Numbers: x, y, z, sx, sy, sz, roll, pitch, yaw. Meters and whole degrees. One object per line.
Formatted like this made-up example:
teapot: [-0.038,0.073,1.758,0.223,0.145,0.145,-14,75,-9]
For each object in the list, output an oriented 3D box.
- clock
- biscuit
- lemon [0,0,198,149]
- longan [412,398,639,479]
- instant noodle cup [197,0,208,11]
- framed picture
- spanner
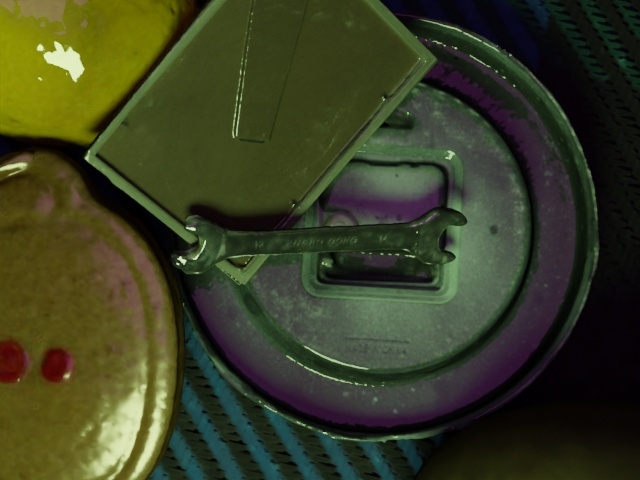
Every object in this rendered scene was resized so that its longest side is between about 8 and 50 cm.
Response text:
clock: [0.053,-0.012,1.215,0.386,0.076,0.386,1,83,-4]
biscuit: [-0.297,0.101,1.130,0.381,0.074,0.359,1,93,10]
lemon: [-0.234,-0.198,1.139,0.263,0.236,0.236,33,81,-24]
longan: [0.214,0.275,1.092,0.319,0.319,0.319,0,83,-4]
instant noodle cup: [-0.050,-0.272,1.182,0.168,0.185,0.168,0,84,-4]
framed picture: [-0.045,-0.110,1.108,0.189,0.023,0.260,39,91,-28]
spanner: [0.000,0.000,1.135,0.254,0.015,0.054,-2,114,-14]
